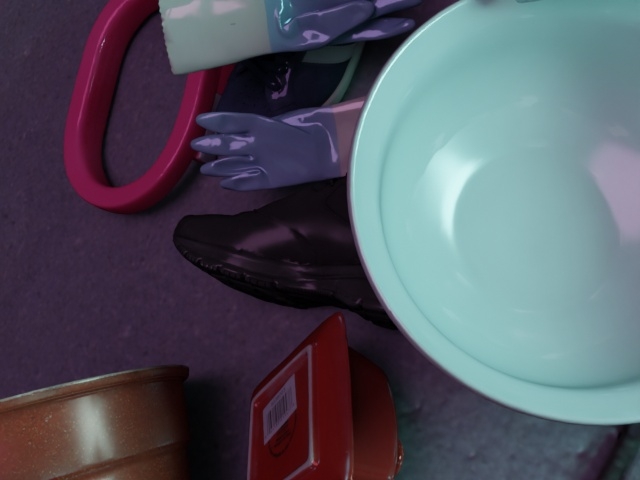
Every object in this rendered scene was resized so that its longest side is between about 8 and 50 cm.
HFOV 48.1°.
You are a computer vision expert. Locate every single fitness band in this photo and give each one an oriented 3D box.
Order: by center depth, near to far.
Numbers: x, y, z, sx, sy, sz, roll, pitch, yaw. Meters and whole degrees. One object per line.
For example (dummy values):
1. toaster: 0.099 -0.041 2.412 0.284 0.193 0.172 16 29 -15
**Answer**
1. fitness band: -0.199 -0.171 0.820 0.209 0.054 0.291 7 80 30

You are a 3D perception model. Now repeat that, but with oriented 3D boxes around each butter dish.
1. butter dish: 0.015 0.167 0.588 0.160 0.118 0.160 -49 31 38

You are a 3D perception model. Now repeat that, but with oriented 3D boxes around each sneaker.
1. sneaker: 0.000 0.000 0.652 0.286 0.109 0.130 10 76 21
2. sneaker: -0.010 -0.240 0.678 0.131 0.148 0.350 41 99 30

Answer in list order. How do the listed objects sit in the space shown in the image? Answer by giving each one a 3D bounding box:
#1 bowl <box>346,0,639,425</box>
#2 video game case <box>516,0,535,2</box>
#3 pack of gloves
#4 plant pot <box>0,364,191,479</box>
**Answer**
1. bowl: 0.164 -0.022 0.509 0.298 0.134 0.298 0 76 0
2. video game case: 0.222 -0.261 0.451 0.193 0.023 0.212 -2 72 28
3. pack of gloves: -0.015 -0.150 0.654 0.232 0.046 0.195 -6 105 5
4. plant pot: -0.213 0.273 0.613 0.272 0.272 0.265 -23 76 22
